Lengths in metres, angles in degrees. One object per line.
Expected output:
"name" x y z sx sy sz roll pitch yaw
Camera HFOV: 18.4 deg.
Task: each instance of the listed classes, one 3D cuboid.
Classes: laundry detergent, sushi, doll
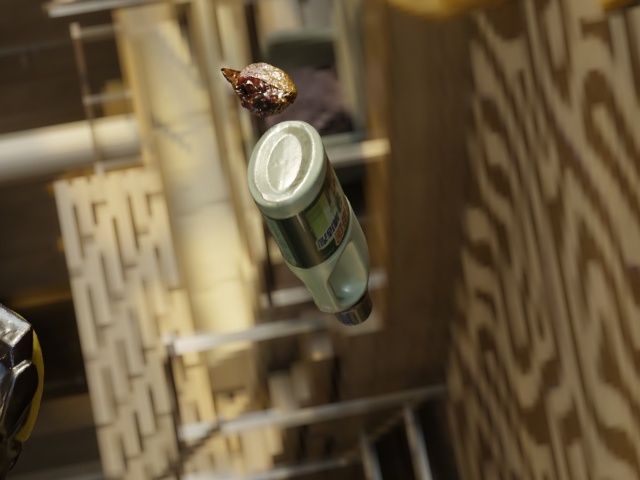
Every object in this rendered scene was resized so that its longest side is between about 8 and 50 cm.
"laundry detergent" 0.000 0.000 1.753 0.225 0.070 0.099 66 -163 -48
"sushi" -0.058 -0.148 1.972 0.099 0.047 0.050 15 120 44
"doll" -0.232 0.134 1.254 0.088 0.127 0.248 54 -146 -73
